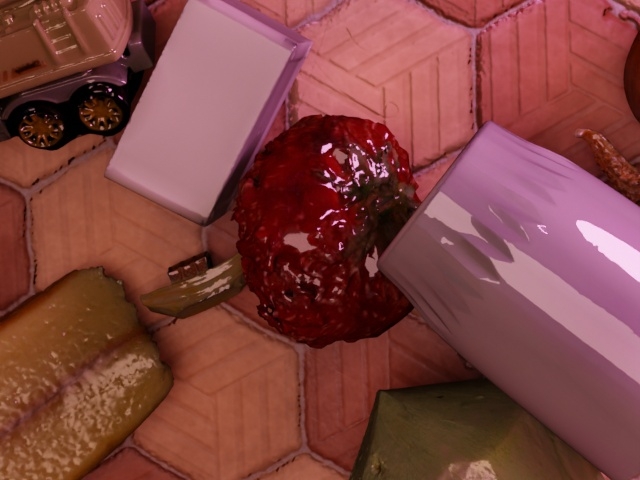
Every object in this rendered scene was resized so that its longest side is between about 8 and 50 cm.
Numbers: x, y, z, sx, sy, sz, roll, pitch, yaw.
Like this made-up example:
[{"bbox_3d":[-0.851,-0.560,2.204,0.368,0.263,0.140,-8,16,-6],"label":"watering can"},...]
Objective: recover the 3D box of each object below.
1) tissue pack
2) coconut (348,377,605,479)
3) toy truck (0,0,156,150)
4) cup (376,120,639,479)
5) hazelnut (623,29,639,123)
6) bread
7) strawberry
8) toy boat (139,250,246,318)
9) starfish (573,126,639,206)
[{"bbox_3d":[-0.128,-0.158,1.763,0.136,0.159,0.246,27,100,2],"label":"tissue pack"},{"bbox_3d":[0.168,0.297,1.722,0.328,0.281,0.328,23,133,27],"label":"coconut"},{"bbox_3d":[-0.405,-0.218,1.746,0.405,0.180,0.254,-15,131,11],"label":"toy truck"},{"bbox_3d":[0.261,0.062,1.586,0.372,0.253,0.253,37,101,1],"label":"cup"},{"bbox_3d":[0.450,-0.179,1.658,0.210,0.186,0.210,0,88,-10],"label":"hazelnut"},{"bbox_3d":[-0.368,0.214,1.886,0.362,0.245,0.233,-35,90,-14],"label":"bread"},{"bbox_3d":[0.000,0.000,1.743,0.220,0.274,0.274,-22,95,48],"label":"strawberry"},{"bbox_3d":[-0.141,0.046,1.842,0.172,0.065,0.066,-24,73,7],"label":"toy boat"},{"bbox_3d":[0.445,-0.008,1.634,0.294,0.084,0.301,-7,110,50],"label":"starfish"}]
